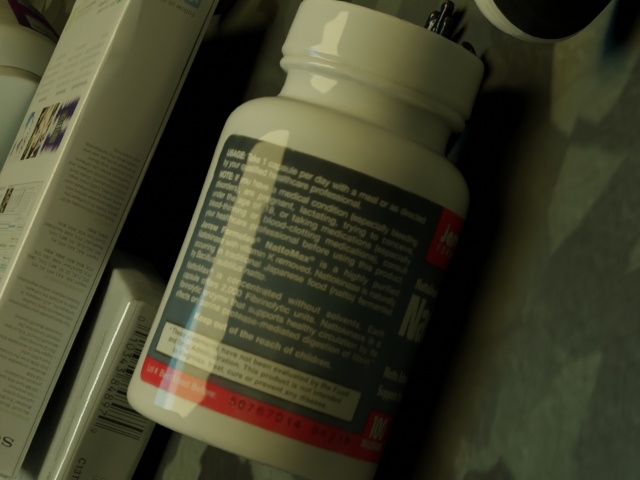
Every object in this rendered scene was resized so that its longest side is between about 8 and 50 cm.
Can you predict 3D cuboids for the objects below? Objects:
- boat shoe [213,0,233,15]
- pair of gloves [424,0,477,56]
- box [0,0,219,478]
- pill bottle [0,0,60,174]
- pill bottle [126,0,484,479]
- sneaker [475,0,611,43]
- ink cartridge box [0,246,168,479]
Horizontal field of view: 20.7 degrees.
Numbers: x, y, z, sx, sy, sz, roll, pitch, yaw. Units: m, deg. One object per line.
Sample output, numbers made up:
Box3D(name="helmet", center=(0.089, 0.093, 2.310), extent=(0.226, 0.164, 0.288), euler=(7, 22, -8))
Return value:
Box3D(name="boat shoe", center=(-0.055, -0.203, 1.119), extent=(0.153, 0.056, 0.048), euler=(127, 150, -54))
Box3D(name="pair of gloves", center=(0.048, -0.066, 0.793), extent=(0.074, 0.010, 0.083), euler=(-61, 19, 26))
Box3D(name="box", center=(-0.174, -0.017, 1.129), extent=(0.322, 0.058, 0.232), euler=(-67, 17, -7))
Box3D(name="pill bottle", center=(-0.267, -0.100, 1.387), extent=(0.169, 0.169, 0.301), euler=(-66, 20, 10))
Box3D(name="pill bottle", center=(0.000, 0.000, 0.711), extent=(0.108, 0.108, 0.180), euler=(13, 83, 69))
Box3D(name="sneaker", center=(0.123, -0.169, 0.601), extent=(0.217, 0.079, 0.121), euler=(-67, 19, 3))
Box3D(name="ink cartridge box", center=(-0.152, 0.118, 1.066), extent=(0.223, 0.045, 0.224), euler=(-67, 18, 5))
